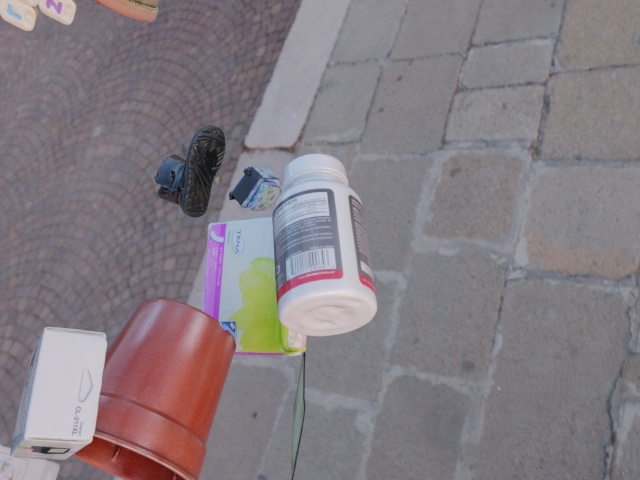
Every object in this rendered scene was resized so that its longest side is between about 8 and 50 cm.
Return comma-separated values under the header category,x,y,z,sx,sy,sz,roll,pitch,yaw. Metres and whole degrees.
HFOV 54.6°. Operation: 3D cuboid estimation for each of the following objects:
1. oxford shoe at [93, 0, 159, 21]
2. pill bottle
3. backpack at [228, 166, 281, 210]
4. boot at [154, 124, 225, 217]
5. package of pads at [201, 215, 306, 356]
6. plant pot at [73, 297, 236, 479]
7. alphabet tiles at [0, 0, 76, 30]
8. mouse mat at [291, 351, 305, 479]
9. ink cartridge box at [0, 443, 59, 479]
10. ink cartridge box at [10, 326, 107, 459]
category,x,y,z,sx,sy,sz,roll,pitch,yaw
oxford shoe,-0.252,-0.346,0.591,0.140,0.397,0.147,39,94,17
pill bottle,0.000,0.000,1.152,0.176,0.176,0.319,-20,55,21
backpack,-0.151,-0.125,1.544,0.084,0.114,0.105,44,114,16
boot,-0.353,-0.200,1.634,0.207,0.094,0.247,30,110,47
package of pads,-0.135,0.096,1.324,0.229,0.101,0.297,-5,76,26
plant pot,-0.286,0.263,1.087,0.272,0.272,0.265,-2,50,31
alphabet tiles,-0.575,-0.540,1.153,0.284,0.277,0.021,-54,17,39
mouse mat,-0.040,0.317,1.134,0.007,0.153,0.190,7,28,-6
ink cartridge box,-0.675,0.483,1.051,0.091,0.385,0.308,-20,48,33
ink cartridge box,-0.322,0.191,0.759,0.175,0.072,0.128,-39,45,52
